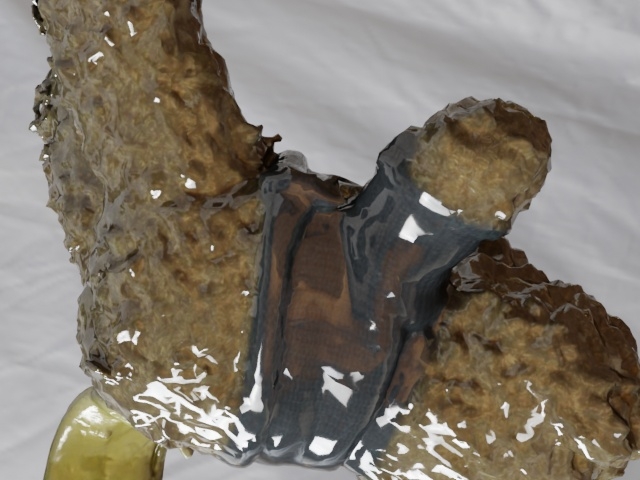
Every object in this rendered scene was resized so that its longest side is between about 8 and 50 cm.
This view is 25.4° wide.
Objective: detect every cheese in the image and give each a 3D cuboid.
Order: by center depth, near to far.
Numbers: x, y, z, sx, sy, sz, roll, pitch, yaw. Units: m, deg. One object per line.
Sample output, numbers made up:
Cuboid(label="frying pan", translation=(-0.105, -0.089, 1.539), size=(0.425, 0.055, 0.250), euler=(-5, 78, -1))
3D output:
Cuboid(label="cheese", translation=(-0.086, 0.089, 0.641), size=(0.084, 0.060, 0.041), euler=(-49, 38, 45))

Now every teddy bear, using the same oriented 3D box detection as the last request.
Cuboid(label="teddy bear", translation=(-0.014, 0.012, 0.446), size=(0.129, 0.251, 0.182), euler=(-49, -6, -26))
